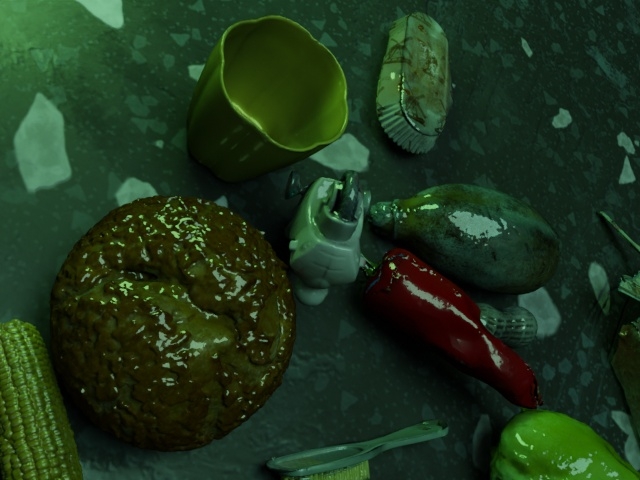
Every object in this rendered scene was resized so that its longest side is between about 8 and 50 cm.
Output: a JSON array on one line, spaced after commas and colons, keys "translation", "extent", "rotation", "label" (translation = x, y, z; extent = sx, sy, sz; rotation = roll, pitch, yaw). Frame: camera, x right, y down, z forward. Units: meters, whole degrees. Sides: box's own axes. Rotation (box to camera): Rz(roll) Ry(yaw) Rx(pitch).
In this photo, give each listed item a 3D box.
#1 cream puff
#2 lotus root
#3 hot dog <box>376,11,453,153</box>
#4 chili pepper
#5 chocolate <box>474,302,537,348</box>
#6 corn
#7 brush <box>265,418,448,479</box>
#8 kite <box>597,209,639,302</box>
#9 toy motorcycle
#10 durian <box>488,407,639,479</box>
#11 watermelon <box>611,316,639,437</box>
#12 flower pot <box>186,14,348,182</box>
[{"translation": [-0.153, 0.086, 0.933], "extent": [0.303, 0.212, 0.303], "rotation": [11, 69, -30], "label": "cream puff"}, {"translation": [0.231, -0.013, 1.275], "extent": [0.322, 0.140, 0.158], "rotation": [16, 62, -24], "label": "lotus root"}, {"translation": [0.160, -0.261, 1.377], "extent": [0.144, 0.075, 0.268], "rotation": [29, 53, -25], "label": "hot dog"}, {"translation": [0.168, 0.111, 1.177], "extent": [0.387, 0.110, 0.110], "rotation": [38, 53, 2], "label": "chili pepper"}, {"translation": [0.267, 0.133, 1.277], "extent": [0.167, 0.072, 0.072], "rotation": [5, 67, -34], "label": "chocolate"}, {"translation": [-0.304, 0.196, 0.870], "extent": [0.080, 0.080, 0.238], "rotation": [-11, 78, -36], "label": "corn"}, {"translation": [0.058, 0.291, 1.084], "extent": [0.296, 0.068, 0.060], "rotation": [-4, 92, -37], "label": "brush"}, {"translation": [0.640, 0.074, 1.509], "extent": [0.406, 0.014, 0.368], "rotation": [-14, 56, -48], "label": "kite"}, {"translation": [0.000, 0.000, 1.056], "extent": [0.110, 0.260, 0.171], "rotation": [15, 83, -10], "label": "toy motorcycle"}, {"translation": [0.359, 0.394, 1.145], "extent": [0.255, 0.204, 0.340], "rotation": [9, 64, -17], "label": "durian"}, {"translation": [0.654, 0.272, 1.441], "extent": [0.264, 0.151, 0.302], "rotation": [-11, 57, -35], "label": "watermelon"}, {"translation": [-0.087, -0.173, 1.107], "extent": [0.195, 0.179, 0.195], "rotation": [13, 65, -30], "label": "flower pot"}]
